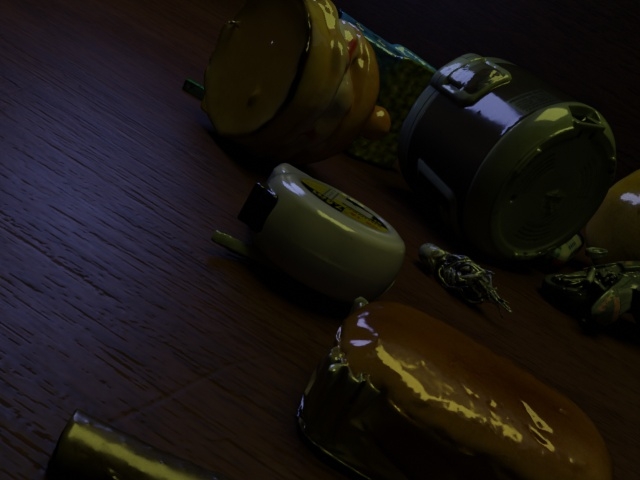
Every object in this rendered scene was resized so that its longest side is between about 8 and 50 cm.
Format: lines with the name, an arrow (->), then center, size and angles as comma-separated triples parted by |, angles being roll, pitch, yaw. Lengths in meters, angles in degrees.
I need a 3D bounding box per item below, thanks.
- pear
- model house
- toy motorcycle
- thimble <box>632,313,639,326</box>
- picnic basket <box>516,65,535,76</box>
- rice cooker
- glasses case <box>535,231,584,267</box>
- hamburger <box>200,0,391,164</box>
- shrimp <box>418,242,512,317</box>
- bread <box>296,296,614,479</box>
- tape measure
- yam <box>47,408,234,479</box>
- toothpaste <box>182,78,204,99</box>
pear -> 0.739, -0.002, 1.453 | 0.314, 0.314, 0.314 | 26, 20, -10
model house -> 0.096, -0.305, 1.416 | 0.303, 0.237, 0.215 | 27, 21, -12
toy motorcycle -> 0.544, 0.082, 1.180 | 0.307, 0.108, 0.173 | -7, 18, -22
thimble -> 0.668, 0.141, 1.282 | 0.130, 0.118, 0.090 | 50, 6, -27
picnic basket -> 0.403, -0.280, 1.644 | 0.293, 0.337, 0.337 | 24, 21, -15
rice cooker -> 0.325, -0.158, 1.251 | 0.335, 0.335, 0.325 | 14, 26, -37
glasses case -> 0.493, -0.005, 1.450 | 0.125, 0.076, 0.327 | 39, 23, 19
hamburger -> -0.027, -0.245, 1.069 | 0.237, 0.276, 0.276 | 14, 25, -41
shrimp -> 0.207, 0.054, 0.959 | 0.165, 0.056, 0.065 | 34, 3, 41
bread -> 0.110, 0.145, 0.537 | 0.241, 0.107, 0.136 | 29, 23, 2
tape measure -> -0.003, -0.001, 0.752 | 0.196, 0.105, 0.178 | 33, 13, 5
yam -> 0.000, 0.180, 0.395 | 0.327, 0.045, 0.045 | 26, -2, -7
toothpaste -> -0.206, -0.262, 1.208 | 0.083, 0.020, 0.017 | 30, 22, 2
